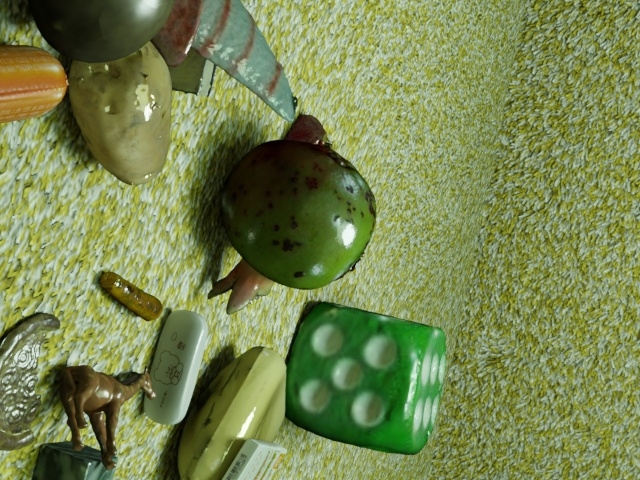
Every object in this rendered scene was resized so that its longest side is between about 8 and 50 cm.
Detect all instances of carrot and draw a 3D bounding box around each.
[{"bbox_3d":[-0.288,0.085,1.769,0.042,0.042,0.170,-69,156,-15],"label":"carrot"}]

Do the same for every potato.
[{"bbox_3d":[-0.257,-0.173,1.542,0.161,0.128,0.234,-43,141,-56],"label":"potato"},{"bbox_3d":[-0.192,-0.276,1.713,0.061,0.086,0.122,8,95,-83],"label":"potato"}]

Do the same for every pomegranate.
[{"bbox_3d":[-0.043,-0.010,1.994,0.291,0.291,0.323,10,95,-69],"label":"pomegranate"}]

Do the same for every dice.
[{"bbox_3d":[0.106,0.300,2.544,0.297,0.300,0.287,21,82,-69],"label":"dice"}]

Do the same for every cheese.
[{"bbox_3d":[-0.166,0.360,2.138,0.316,0.128,0.259,-48,149,-43],"label":"cheese"}]

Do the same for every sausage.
[{"bbox_3d":[-0.383,-0.171,1.286,0.312,0.093,0.093,-26,128,-64],"label":"sausage"}]

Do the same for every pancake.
[{"bbox_3d":[-0.405,0.198,1.577,0.184,0.020,0.190,-52,149,-47],"label":"pancake"}]

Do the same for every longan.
[{"bbox_3d":[-0.259,-0.314,1.370,0.198,0.198,0.212,-51,144,-47],"label":"longan"}]

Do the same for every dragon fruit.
[{"bbox_3d":[-0.019,-0.162,2.198,0.147,0.096,0.102,-61,158,-29],"label":"dragon fruit"}]

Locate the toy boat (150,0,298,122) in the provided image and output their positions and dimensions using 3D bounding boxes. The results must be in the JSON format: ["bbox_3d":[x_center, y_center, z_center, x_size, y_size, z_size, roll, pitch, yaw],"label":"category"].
[{"bbox_3d":[-0.130,-0.284,1.645,0.282,0.096,0.206,35,44,-26],"label":"toy boat"}]

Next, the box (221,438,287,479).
[{"bbox_3d":[-0.124,0.421,2.104,0.122,0.032,0.220,-59,163,-5],"label":"box"}]

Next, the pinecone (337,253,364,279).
[{"bbox_3d":[0.001,-0.007,2.268,0.165,0.163,0.163,33,73,-66],"label":"pinecone"}]

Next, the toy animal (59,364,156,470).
[{"bbox_3d":[-0.311,0.240,1.731,0.224,0.066,0.229,49,19,-39],"label":"toy animal"}]

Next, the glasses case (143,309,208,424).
[{"bbox_3d":[-0.240,0.210,1.920,0.049,0.074,0.193,19,86,-69],"label":"glasses case"}]

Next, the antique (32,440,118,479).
[{"bbox_3d":[-0.374,0.395,1.694,0.088,0.086,0.183,13,92,-68],"label":"antique"}]
